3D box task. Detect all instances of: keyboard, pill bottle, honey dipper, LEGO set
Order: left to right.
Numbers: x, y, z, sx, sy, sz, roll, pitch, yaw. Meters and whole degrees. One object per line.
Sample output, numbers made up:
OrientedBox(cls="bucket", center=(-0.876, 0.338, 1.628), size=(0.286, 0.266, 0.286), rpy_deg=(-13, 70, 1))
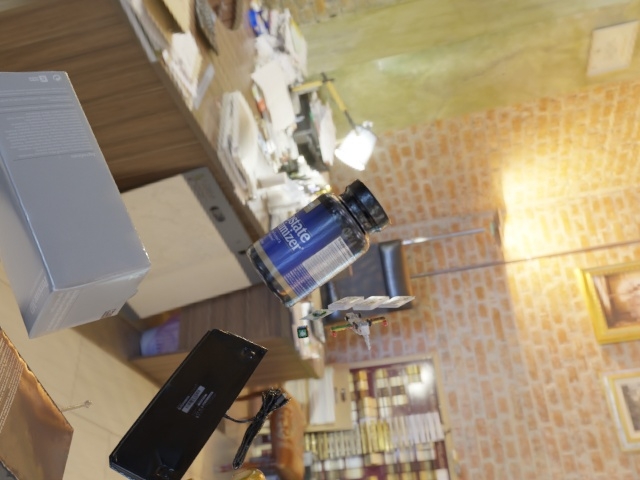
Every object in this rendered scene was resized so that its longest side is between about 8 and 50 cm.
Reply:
OrientedBox(cls="honey dipper", center=(-0.538, 0.352, 1.328), size=(0.161, 0.031, 0.030), rpy_deg=(0, 80, -60))
OrientedBox(cls="keyboard", center=(-0.178, 0.288, 1.070), size=(0.317, 0.202, 0.033), rpy_deg=(-54, 160, -44))
OrientedBox(cls="pill bottle", center=(0.000, 0.000, 1.048), size=(0.122, 0.219, 0.123), rpy_deg=(54, -1, 1))
OrientedBox(cls="LEGO set", center=(0.064, 0.166, 1.323), size=(0.244, 0.183, 0.060), rpy_deg=(-17, 100, -53))

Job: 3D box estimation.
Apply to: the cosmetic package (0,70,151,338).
OrientedBox(cls="cosmetic package", center=(-0.271, -0.038, 0.642), size=(0.107, 0.127, 0.237), rpy_deg=(-12, 68, -39))

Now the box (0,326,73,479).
OrientedBox(cls="box", center=(-0.639, 0.322, 1.043), size=(0.179, 0.344, 0.312), rpy_deg=(-96, 178, -49))

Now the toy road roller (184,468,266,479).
OrientedBox(cls="toy road roller", center=(-0.158, 0.388, 0.772), size=(0.329, 0.241, 0.202), rpy_deg=(135, -63, -74))
